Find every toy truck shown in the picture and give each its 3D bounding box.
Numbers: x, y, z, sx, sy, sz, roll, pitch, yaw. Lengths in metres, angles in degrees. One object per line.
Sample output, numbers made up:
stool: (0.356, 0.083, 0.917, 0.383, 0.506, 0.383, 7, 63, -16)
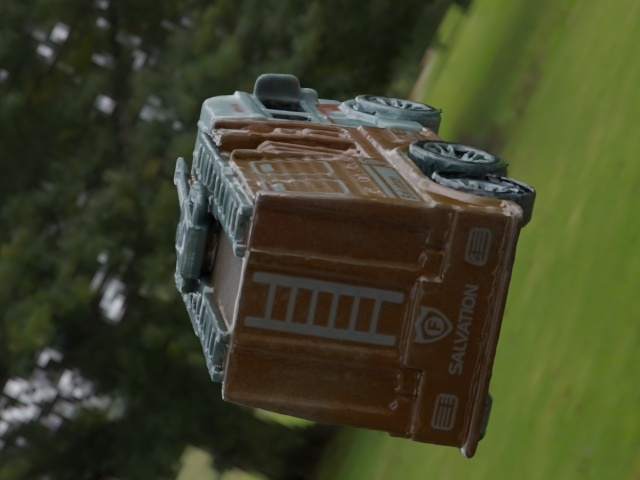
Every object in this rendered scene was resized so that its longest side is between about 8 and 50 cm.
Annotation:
toy truck: (0.000, 0.000, 0.983, 0.305, 0.162, 0.136, -123, 42, -72)
